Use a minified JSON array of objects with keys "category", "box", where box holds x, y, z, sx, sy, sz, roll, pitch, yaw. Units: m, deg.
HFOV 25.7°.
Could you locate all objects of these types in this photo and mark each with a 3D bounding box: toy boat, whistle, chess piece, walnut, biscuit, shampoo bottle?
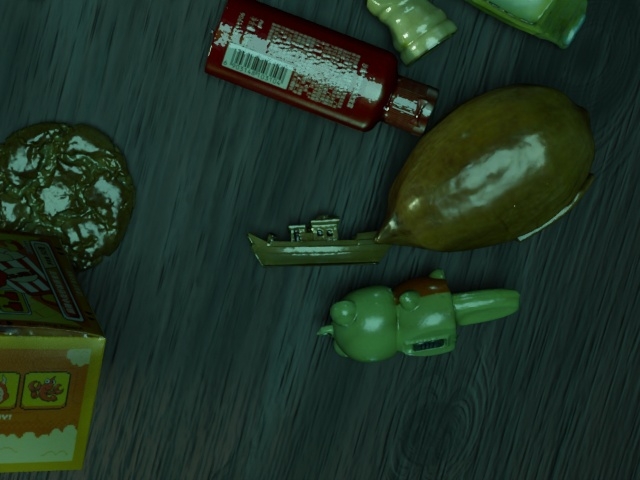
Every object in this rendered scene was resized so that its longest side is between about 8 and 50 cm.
[{"category":"toy boat","box":[0.249,-0.364,1.922,0.276,0.084,0.111,31,92,-8]},{"category":"whistle","box":[0.136,0.104,1.965,0.288,0.131,0.106,-11,57,-3]},{"category":"toy boat","box":[0.000,0.000,1.965,0.206,0.064,0.072,-1,84,-5]},{"category":"chess piece","box":[0.098,-0.342,1.919,0.090,0.090,0.200,-34,90,0]},{"category":"walnut","box":[0.214,-0.086,1.904,0.336,0.209,0.209,-30,100,-2]},{"category":"biscuit","box":[-0.364,-0.056,1.930,0.225,0.042,0.226,-1,100,-5]},{"category":"shampoo bottle","box":[0.003,-0.229,1.903,0.314,0.076,0.118,20,93,-1]}]

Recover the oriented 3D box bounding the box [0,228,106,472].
[{"category":"box","box":[-0.438,0.133,1.779,0.259,0.283,0.214,1,116,-25]}]
